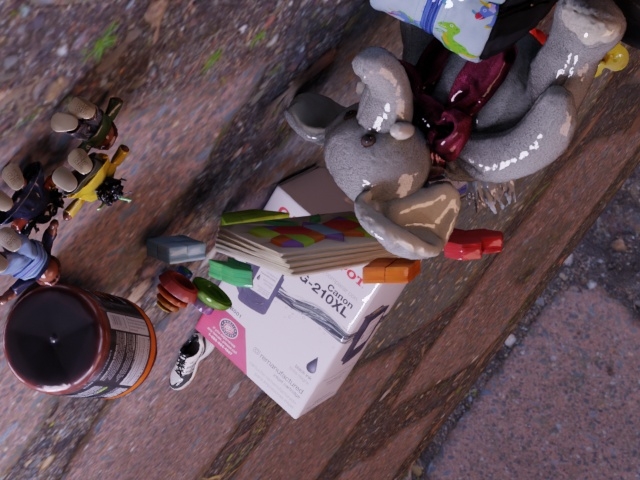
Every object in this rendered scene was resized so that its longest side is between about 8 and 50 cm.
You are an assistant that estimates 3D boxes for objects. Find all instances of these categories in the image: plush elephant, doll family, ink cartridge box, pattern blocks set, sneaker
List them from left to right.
[{"bbox_3d":[-0.218,-0.033,1.466,0.193,0.076,0.111,-44,169,1],"label":"doll family"},{"bbox_3d":[-0.163,0.144,2.120,0.083,0.032,0.037,-57,150,10],"label":"sneaker"},{"bbox_3d":[-0.015,0.059,2.045,0.100,0.172,0.237,-27,153,-54],"label":"ink cartridge box"},{"bbox_3d":[0.000,0.000,1.815,0.325,0.285,0.026,-13,110,-46],"label":"pattern blocks set"},{"bbox_3d":[0.106,-0.133,1.755,0.255,0.272,0.330,-21,137,-29],"label":"plush elephant"}]

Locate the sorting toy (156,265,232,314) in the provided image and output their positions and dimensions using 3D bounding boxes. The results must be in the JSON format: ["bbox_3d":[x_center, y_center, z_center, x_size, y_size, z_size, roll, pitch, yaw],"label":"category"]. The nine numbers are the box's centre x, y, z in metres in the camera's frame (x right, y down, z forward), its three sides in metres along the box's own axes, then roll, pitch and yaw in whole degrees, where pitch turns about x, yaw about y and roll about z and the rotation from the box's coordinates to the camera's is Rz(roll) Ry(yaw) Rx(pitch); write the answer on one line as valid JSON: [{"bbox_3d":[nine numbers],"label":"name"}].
[{"bbox_3d":[-0.146,0.062,1.903,0.102,0.061,0.042,21,111,-49],"label":"sorting toy"}]

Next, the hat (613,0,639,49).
[{"bbox_3d":[0.361,-0.261,1.737,0.331,0.331,0.134,107,10,-56],"label":"hat"}]

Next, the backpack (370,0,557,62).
[{"bbox_3d":[0.153,-0.311,1.517,0.290,0.273,0.355,122,-13,-47],"label":"backpack"}]

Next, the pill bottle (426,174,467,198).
[{"bbox_3d":[0.135,-0.124,2.119,0.123,0.123,0.219,-49,164,0],"label":"pill bottle"}]

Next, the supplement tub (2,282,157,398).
[{"bbox_3d":[-0.223,0.101,1.698,0.106,0.106,0.198,-50,165,4],"label":"supplement tub"}]

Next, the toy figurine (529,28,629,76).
[{"bbox_3d":[0.378,-0.361,1.969,0.363,0.217,0.191,-22,147,27],"label":"toy figurine"}]
